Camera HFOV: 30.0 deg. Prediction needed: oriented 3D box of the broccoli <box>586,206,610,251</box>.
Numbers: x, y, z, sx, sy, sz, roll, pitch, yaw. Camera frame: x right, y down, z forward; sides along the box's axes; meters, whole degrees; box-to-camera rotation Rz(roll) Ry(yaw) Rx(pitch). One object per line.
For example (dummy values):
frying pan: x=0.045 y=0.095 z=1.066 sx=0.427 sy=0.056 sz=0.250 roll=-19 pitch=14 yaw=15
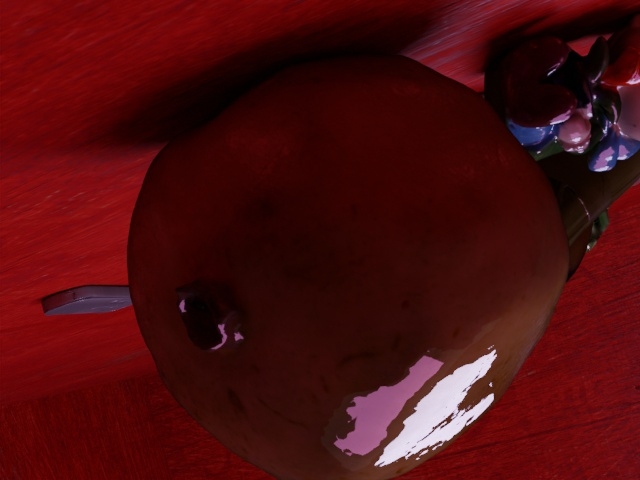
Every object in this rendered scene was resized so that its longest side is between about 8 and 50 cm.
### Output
broccoli: x=0.352 y=-0.059 z=1.776 sx=0.195 sy=0.156 sz=0.195 roll=-49 pitch=-177 yaw=3

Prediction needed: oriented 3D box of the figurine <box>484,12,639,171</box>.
figurine: x=0.263 y=-0.141 z=1.036 sx=0.234 sy=0.127 sz=0.185 roll=-8 pitch=166 yaw=3

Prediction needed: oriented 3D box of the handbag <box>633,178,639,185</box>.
handbag: x=0.500 y=-0.113 z=2.071 sx=0.212 sy=0.059 sz=0.157 roll=-16 pitch=174 yaw=-26

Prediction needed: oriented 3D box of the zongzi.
zongzi: x=0.210 y=-0.090 z=1.388 sx=0.289 sy=0.123 sz=0.260 roll=21 pitch=-128 yaw=41

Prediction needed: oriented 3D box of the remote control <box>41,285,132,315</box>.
remote control: x=-0.322 y=0.086 z=1.712 sx=0.077 sy=0.022 sz=0.245 roll=-21 pitch=173 yaw=13

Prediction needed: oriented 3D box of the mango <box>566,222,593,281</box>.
mango: x=0.260 y=-0.032 z=1.531 sx=0.153 sy=0.201 sz=0.287 roll=-22 pitch=-170 yaw=30

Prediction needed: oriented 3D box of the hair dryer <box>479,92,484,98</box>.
hair dryer: x=0.222 y=-0.125 z=1.272 sx=0.255 sy=0.070 sz=0.128 roll=-19 pitch=175 yaw=-29

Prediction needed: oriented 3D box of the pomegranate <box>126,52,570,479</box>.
pomegranate: x=0.019 y=0.026 z=0.903 sx=0.332 sy=0.332 sz=0.332 roll=-17 pitch=173 yaw=-2
